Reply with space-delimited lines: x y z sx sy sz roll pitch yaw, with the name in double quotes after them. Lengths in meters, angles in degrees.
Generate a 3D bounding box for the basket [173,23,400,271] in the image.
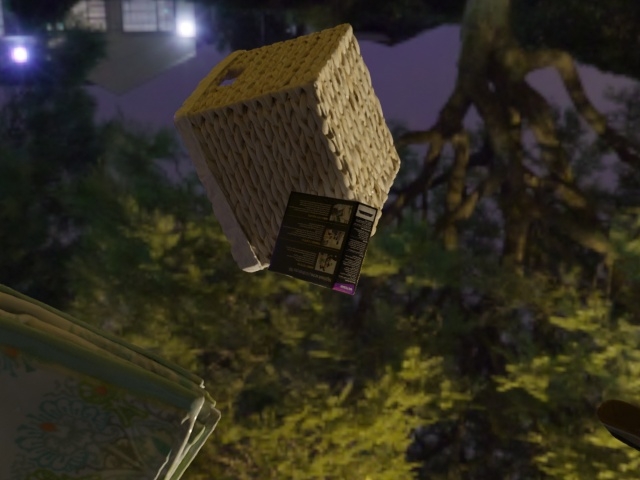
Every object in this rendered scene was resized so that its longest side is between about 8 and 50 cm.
-0.043 -0.172 1.646 0.267 0.331 0.328 -11 -153 21 "basket"

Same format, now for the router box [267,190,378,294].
0.000 0.000 1.379 0.046 0.133 0.179 19 177 -36 "router box"

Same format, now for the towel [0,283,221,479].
-0.344 0.228 1.025 0.375 0.320 0.090 28 -165 -15 "towel"

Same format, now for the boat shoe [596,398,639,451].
0.443 0.259 1.209 0.056 0.049 0.152 -48 -137 -15 "boat shoe"
